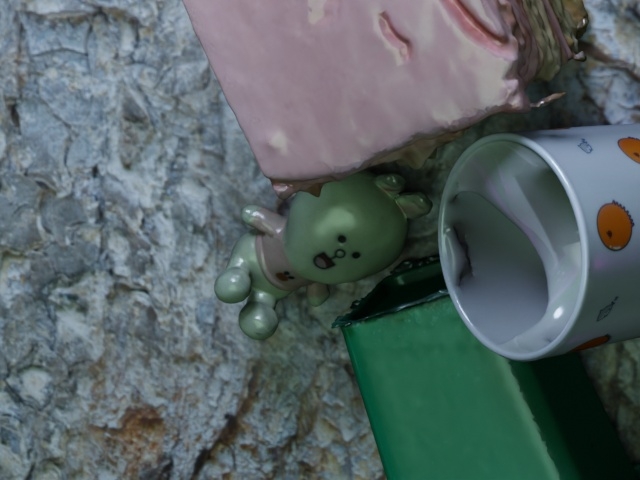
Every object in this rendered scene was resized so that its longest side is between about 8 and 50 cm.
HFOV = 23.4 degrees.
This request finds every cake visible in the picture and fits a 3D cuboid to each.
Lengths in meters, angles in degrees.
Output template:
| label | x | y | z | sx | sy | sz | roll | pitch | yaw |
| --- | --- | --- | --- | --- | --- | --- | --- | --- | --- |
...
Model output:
| label | x | y | z | sx | sy | sz | roll | pitch | yaw |
| --- | --- | --- | --- | --- | --- | --- | --- | --- | --- |
| cake | 0.057 | -0.228 | 1.517 | 0.314 | 0.307 | 0.293 | -25 | 100 | 26 |

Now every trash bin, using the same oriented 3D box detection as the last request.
| label | x | y | z | sx | sy | sz | roll | pitch | yaw |
| --- | --- | --- | --- | --- | --- | --- | --- | --- | --- |
| trash bin | 0.201 | 0.202 | 1.670 | 0.295 | 0.259 | 0.381 | -18 | 101 | 24 |

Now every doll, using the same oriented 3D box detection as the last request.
| label | x | y | z | sx | sy | sz | roll | pitch | yaw |
| --- | --- | --- | --- | --- | --- | --- | --- | --- | --- |
| doll | -0.002 | -0.005 | 1.741 | 0.275 | 0.113 | 0.155 | -35 | 114 | 21 |

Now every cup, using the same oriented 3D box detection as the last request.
| label | x | y | z | sx | sy | sz | roll | pitch | yaw |
| --- | --- | --- | --- | --- | --- | --- | --- | --- | --- |
| cup | 0.304 | -0.010 | 1.500 | 0.212 | 0.317 | 0.212 | 18 | 111 | 56 |
